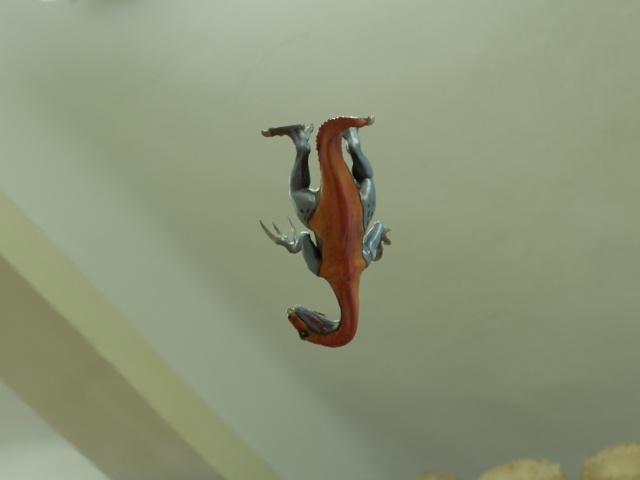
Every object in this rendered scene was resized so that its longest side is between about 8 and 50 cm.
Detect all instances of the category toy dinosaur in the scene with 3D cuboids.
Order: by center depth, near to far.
[{"bbox_3d":[0.000,0.000,0.381,0.047,0.090,0.082,-6,-86,6],"label":"toy dinosaur"}]
